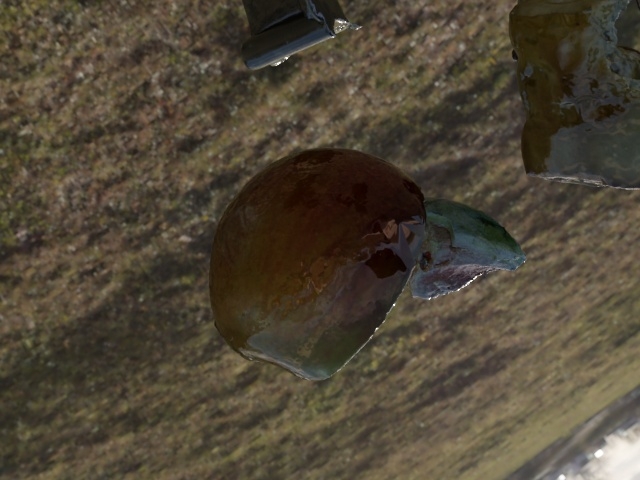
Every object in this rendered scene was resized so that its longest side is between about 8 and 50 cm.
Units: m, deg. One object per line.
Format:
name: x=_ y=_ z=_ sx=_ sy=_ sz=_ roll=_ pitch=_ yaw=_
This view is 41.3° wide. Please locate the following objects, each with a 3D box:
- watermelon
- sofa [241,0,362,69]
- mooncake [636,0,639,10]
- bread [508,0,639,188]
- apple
watermelon: x=0.158 y=0.017 z=1.093 sx=0.071 sy=0.187 sz=0.139 roll=10 pitch=105 yaw=-61
sofa: x=-0.076 y=-0.430 z=1.411 sx=0.200 sy=0.258 sz=0.182 roll=-15 pitch=179 yaw=35
mooncake: x=0.365 y=-0.168 z=0.634 sx=0.133 sy=0.245 sz=0.245 roll=-50 pitch=158 yaw=9
bread: x=0.467 y=-0.225 z=1.390 sx=0.191 sy=0.314 sz=0.370 roll=-52 pitch=137 yaw=-40
apple: x=0.000 y=0.000 z=1.064 sx=0.179 sy=0.254 sz=0.346 roll=91 pitch=15 yaw=-55
